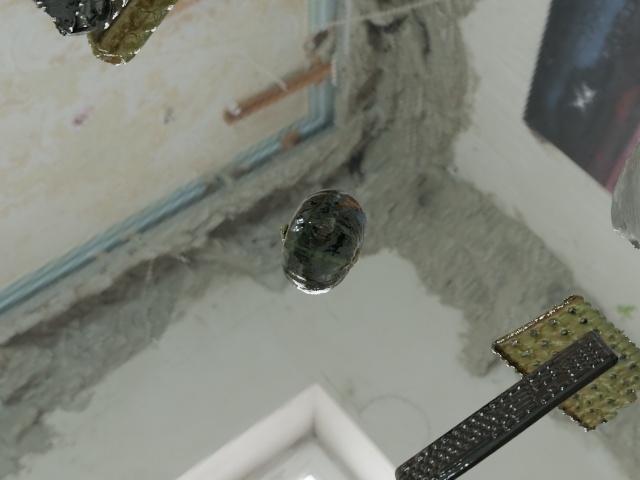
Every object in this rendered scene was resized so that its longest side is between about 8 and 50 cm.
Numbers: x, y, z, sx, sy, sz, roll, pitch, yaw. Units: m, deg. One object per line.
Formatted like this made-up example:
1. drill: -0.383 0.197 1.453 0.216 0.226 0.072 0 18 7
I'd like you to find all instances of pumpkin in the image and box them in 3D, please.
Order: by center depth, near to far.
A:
1. pumpkin: 0.003 0.001 1.577 0.167 0.125 0.167 -49 -3 -4

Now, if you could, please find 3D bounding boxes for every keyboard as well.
1. keyboard: 0.154 0.227 1.108 0.381 0.041 0.103 -43 9 8

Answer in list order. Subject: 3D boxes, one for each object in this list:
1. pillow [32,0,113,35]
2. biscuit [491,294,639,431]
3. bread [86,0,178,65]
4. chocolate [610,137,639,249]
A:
1. pillow: -0.259 -0.350 0.925 0.161 0.093 0.335 -43 -59 -53
2. biscuit: 0.319 0.151 1.249 0.203 0.016 0.144 38 -58 -23
3. bread: -0.294 -0.405 1.715 0.098 0.087 0.269 35 -69 -23
4. chocolate: 0.302 -0.057 0.721 0.185 0.100 0.303 -14 3 8
